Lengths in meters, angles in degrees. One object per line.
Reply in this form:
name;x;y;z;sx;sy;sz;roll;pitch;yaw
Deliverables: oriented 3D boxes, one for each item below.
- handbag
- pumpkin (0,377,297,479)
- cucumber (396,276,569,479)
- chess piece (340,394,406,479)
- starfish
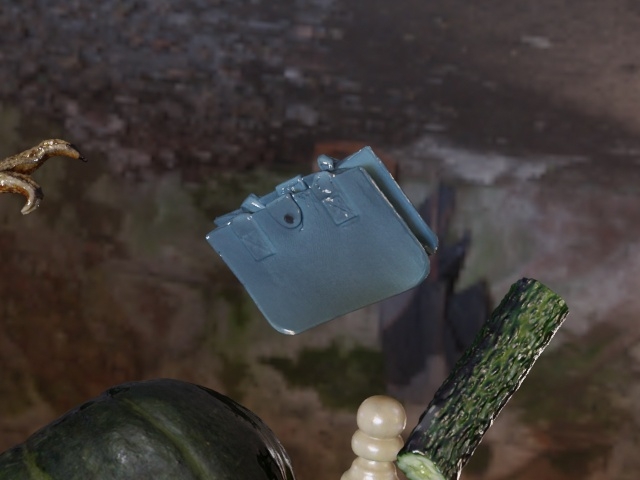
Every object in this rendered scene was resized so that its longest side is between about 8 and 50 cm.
handbag;0.000;0.000;1.654;0.229;0.062;0.179;-23;117;32
pumpkin;-0.152;0.221;1.064;0.300;0.207;0.300;-31;164;-10
cucumber;0.129;0.117;1.199;0.058;0.187;0.058;34;162;13
chess piece;0.082;0.302;2.123;0.094;0.170;0.094;9;-167;-2
starfish;-0.322;-0.055;1.290;0.238;0.057;0.213;-2;-173;3
